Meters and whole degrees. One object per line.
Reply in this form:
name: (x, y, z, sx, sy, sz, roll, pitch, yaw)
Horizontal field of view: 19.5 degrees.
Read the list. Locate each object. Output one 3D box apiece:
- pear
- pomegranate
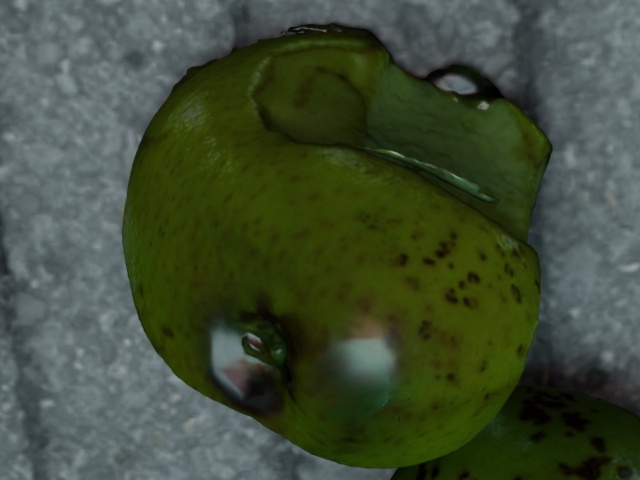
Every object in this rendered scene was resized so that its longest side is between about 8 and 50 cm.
pear: (0.000, 0.000, 1.003, 0.238, 0.255, 0.164, 20, 115, 0)
pomegranate: (0.115, 0.196, 1.093, 0.211, 0.263, 0.211, 13, 111, 40)
